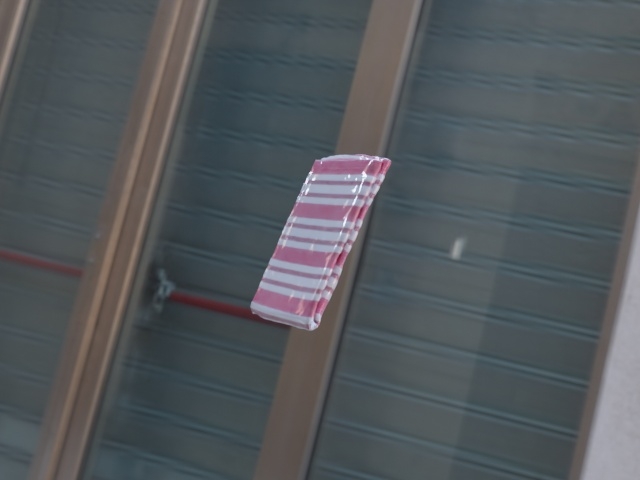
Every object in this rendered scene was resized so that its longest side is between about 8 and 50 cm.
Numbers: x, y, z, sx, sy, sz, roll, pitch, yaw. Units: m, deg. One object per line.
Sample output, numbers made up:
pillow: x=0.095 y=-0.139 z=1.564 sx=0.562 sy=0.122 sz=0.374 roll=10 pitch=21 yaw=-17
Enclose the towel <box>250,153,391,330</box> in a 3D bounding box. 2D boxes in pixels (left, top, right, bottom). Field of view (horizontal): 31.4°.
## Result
towel: x=0.000 y=0.000 z=1.202 sx=0.029 sy=0.197 sz=0.144 roll=27 pitch=-8 yaw=-25
